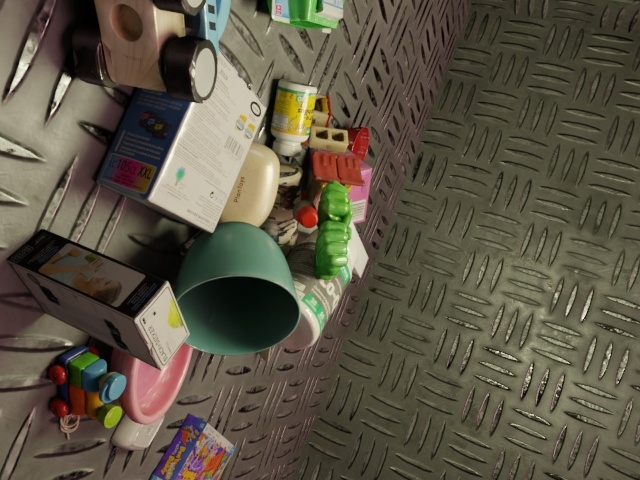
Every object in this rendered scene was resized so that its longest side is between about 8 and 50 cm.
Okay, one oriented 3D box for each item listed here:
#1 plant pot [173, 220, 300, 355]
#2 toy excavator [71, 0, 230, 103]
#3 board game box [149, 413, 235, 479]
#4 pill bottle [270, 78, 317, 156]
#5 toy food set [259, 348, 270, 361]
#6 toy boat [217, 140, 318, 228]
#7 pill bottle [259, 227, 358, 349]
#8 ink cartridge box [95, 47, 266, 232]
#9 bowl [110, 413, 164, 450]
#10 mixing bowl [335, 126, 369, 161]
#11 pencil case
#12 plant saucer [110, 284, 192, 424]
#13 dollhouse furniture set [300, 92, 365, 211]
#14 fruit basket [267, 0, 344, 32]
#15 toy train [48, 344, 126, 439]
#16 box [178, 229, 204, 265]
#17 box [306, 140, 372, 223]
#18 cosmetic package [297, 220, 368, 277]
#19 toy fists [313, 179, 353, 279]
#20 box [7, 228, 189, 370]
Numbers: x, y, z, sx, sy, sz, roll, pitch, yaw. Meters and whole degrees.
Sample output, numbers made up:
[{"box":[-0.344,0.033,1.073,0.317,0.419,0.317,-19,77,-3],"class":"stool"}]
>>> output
[{"box":[-0.204,0.095,1.264,0.235,0.293,0.293,-100,-174,-45],"class":"plant pot"},{"box":[-0.248,-0.514,0.932,0.445,0.223,0.432,-67,165,-52],"class":"toy excavator"},{"box":[-0.419,0.749,1.766,0.233,0.078,0.347,-60,158,-26],"class":"board game box"},{"box":[-0.084,-0.361,1.561,0.118,0.118,0.208,-29,135,-61],"class":"pill bottle"},{"box":[-0.132,0.317,2.098,0.306,0.093,0.219,-33,138,-58],"class":"toy food set"},{"box":[-0.154,-0.111,1.399,0.148,0.318,0.267,-119,-129,-73],"class":"toy boat"},{"box":[-0.031,0.125,1.534,0.361,0.204,0.204,-55,155,-46],"class":"pill bottle"},{"box":[-0.270,-0.244,1.136,0.395,0.151,0.270,-67,160,-6],"class":"ink cartridge box"},{"box":[-0.480,0.500,1.416,0.142,0.053,0.142,-62,160,-20],"class":"bowl"},{"box":[0.115,-0.375,2.097,0.181,0.098,0.181,-54,155,-39],"class":"mixing bowl"},{"box":[-0.151,-0.050,1.609,0.183,0.160,0.410,-35,140,-46],"class":"pencil case"},{"box":[-0.403,0.267,1.272,0.332,0.084,0.331,10,90,-81],"class":"plant saucer"},{"box":[0.022,-0.262,1.666,0.201,0.152,0.374,114,-23,-53],"class":"dollhouse furniture set"},{"box":[-0.023,-0.724,1.329,0.327,0.166,0.352,-29,131,-62],"class":"fruit basket"},{"box":[-0.489,0.359,1.129,0.105,0.144,0.247,-34,139,-58],"class":"toy train"},{"box":[-0.294,0.039,1.471,0.231,0.056,0.183,-47,149,-47],"class":"box"},{"box":[0.060,-0.204,1.872,0.117,0.243,0.213,-15,129,-26],"class":"box"},{"box":[0.000,0.000,1.870,0.097,0.285,0.377,-65,160,-14],"class":"cosmetic package"},{"box":[0.036,-0.034,1.428,0.142,0.096,0.279,97,-2,-56],"class":"toy fists"},{"box":[-0.390,0.105,0.940,0.087,0.290,0.169,-55,154,-36],"class":"box"}]
